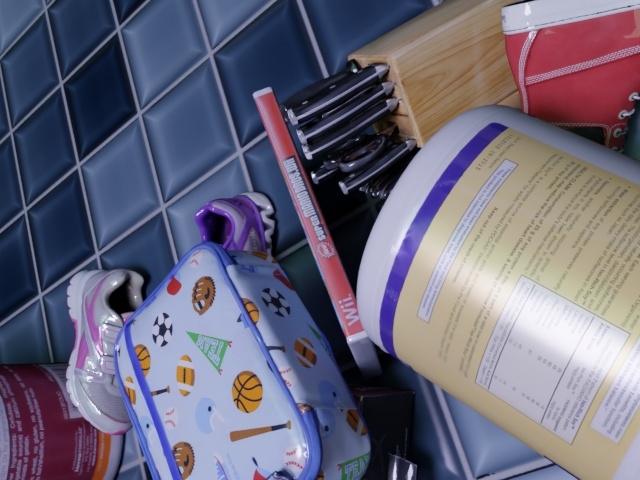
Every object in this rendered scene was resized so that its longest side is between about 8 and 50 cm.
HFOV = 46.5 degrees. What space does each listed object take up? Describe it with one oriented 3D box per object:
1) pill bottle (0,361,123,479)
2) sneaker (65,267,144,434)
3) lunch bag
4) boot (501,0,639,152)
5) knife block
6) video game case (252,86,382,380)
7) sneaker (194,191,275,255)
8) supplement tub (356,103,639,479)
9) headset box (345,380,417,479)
[{"bbox_3d":[-0.492,0.283,1.018,0.224,0.392,0.224,-6,81,37],"label":"pill bottle"},{"bbox_3d":[-0.296,0.149,1.070,0.111,0.103,0.252,-23,71,35],"label":"sneaker"},{"bbox_3d":[-0.098,0.173,0.772,0.243,0.115,0.303,-43,57,25],"label":"lunch bag"},{"bbox_3d":[0.300,-0.153,0.677,0.244,0.088,0.176,-9,107,17],"label":"boot"},{"bbox_3d":[0.089,-0.169,0.721,0.088,0.242,0.275,28,102,59],"label":"knife block"},{"bbox_3d":[0.000,0.000,0.811,0.025,0.204,0.285,-22,68,0],"label":"video game case"},{"bbox_3d":[-0.104,0.046,0.935,0.095,0.105,0.236,-24,71,31],"label":"sneaker"},{"bbox_3d":[0.222,0.058,0.587,0.331,0.241,0.241,32,104,29],"label":"supplement tub"},{"bbox_3d":[-0.025,0.265,0.841,0.293,0.110,0.218,-1,83,38],"label":"headset box"}]
